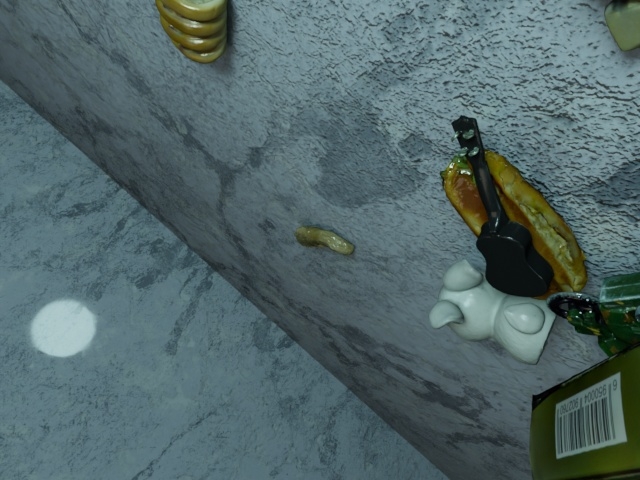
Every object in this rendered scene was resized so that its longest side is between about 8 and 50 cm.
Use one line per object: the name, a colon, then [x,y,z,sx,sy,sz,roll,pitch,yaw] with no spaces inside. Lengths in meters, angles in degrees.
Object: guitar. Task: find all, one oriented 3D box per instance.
guitar: [0.216,-0.031,0.586,0.084,0.038,0.271,0,132,45]

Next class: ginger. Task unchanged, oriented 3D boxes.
ginger: [-0.001,-0.002,1.131,0.174,0.051,0.069,20,153,44]

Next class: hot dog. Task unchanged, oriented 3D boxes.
hot dog: [0.271,-0.020,0.647,0.269,0.072,0.115,49,156,-17]

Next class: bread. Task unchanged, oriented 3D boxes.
bread: [-0.204,-0.358,0.747,0.119,0.084,0.177,39,161,5]

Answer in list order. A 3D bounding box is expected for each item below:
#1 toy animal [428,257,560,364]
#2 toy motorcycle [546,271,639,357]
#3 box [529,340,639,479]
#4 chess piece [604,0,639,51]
toy animal: [0.285,0.117,0.773,0.193,0.127,0.178,22,178,20]
toy motorcycle: [0.427,0.097,0.554,0.187,0.124,0.275,33,155,-15]
box: [0.506,0.251,0.524,0.421,0.138,0.372,13,152,8]
chess piece: [0.232,-0.222,0.341,0.200,0.090,0.090,39,160,-28]
